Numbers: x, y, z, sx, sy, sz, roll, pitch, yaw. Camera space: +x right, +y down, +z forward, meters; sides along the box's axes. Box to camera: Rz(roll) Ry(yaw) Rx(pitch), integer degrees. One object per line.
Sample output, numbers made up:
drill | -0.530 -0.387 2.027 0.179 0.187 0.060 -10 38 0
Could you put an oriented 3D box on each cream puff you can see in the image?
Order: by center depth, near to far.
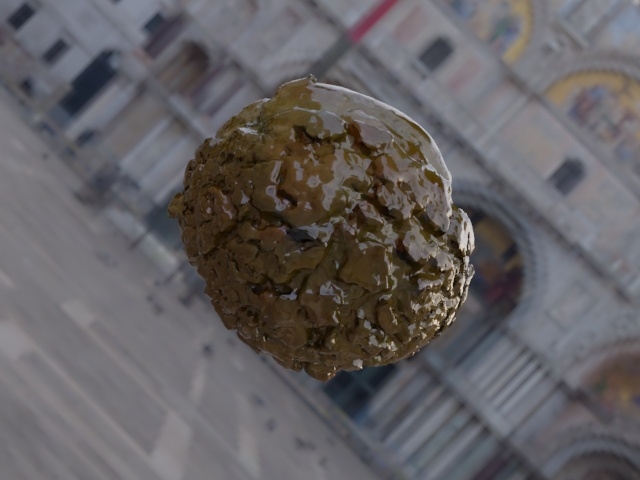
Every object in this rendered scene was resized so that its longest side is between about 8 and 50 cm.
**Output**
cream puff | 0.000 0.000 0.924 0.165 0.150 0.115 19 29 5
